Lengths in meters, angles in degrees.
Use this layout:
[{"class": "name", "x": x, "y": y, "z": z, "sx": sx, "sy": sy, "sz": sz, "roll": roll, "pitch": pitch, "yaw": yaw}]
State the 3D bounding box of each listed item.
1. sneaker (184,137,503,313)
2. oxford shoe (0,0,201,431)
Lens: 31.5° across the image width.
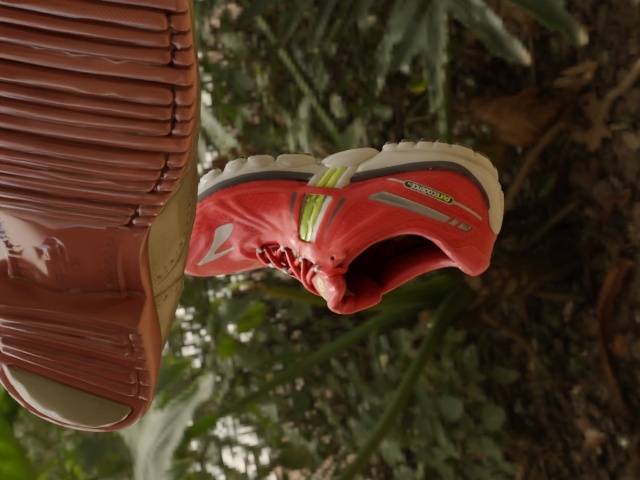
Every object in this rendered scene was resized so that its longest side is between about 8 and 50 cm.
[{"class": "sneaker", "x": 0.000, "y": 0.000, "z": 0.859, "sx": 0.107, "sy": 0.279, "sz": 0.118, "roll": 44, "pitch": -137, "yaw": -51}, {"class": "oxford shoe", "x": -0.136, "y": -0.062, "z": 0.675, "sx": 0.146, "sy": 0.140, "sz": 0.397, "roll": -75, "pitch": 0, "yaw": -48}]
